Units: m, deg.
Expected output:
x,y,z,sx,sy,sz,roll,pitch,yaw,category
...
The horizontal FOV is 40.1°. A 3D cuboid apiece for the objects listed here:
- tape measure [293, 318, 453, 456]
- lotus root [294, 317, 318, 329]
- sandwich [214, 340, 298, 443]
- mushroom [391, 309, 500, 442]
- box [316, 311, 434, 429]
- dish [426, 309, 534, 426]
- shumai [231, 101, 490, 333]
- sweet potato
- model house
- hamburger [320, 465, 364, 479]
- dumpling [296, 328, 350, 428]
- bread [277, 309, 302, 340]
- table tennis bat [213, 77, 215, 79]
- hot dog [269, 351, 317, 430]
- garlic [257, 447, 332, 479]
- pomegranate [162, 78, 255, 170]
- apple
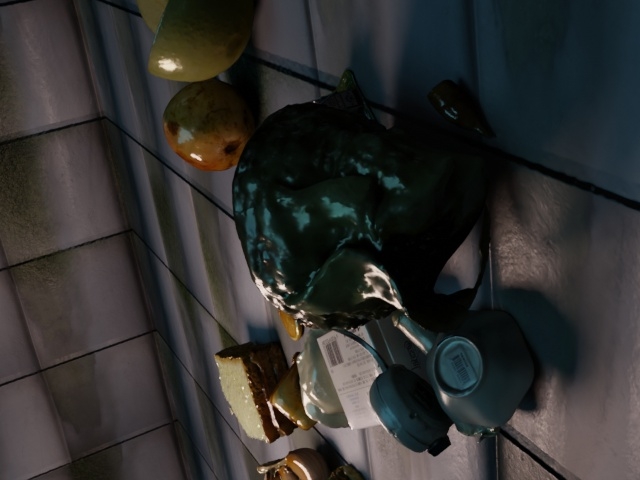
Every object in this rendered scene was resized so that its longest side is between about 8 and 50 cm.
x,y,z,sx,sy,sz,roll,pitch,yaw,category
0.092,0.220,1.458,0.330,0.084,0.164,43,-166,-3,tape measure
0.000,0.000,1.694,0.169,0.151,0.342,-23,62,52,lotus root
-0.182,0.423,2.502,0.325,0.131,0.262,-13,97,65,sandwich
0.212,0.211,1.464,0.099,0.096,0.278,103,145,-50,mushroom
0.114,0.242,1.680,0.203,0.116,0.274,68,158,9,box
0.225,0.191,1.333,0.191,0.066,0.190,-9,77,42,dish
0.094,-0.042,1.304,0.348,0.395,0.395,-3,106,44,shumai
0.203,-0.181,1.245,0.117,0.049,0.049,48,150,24,sweet potato
0.031,-0.204,1.556,0.167,0.088,0.117,66,157,12,model house
0.058,0.647,2.141,0.177,0.113,0.185,63,157,22,hamburger
0.024,0.289,1.887,0.132,0.162,0.250,-41,-60,-72,dumpling
-0.076,0.201,2.212,0.110,0.024,0.110,50,150,43,bread
-0.264,-0.326,2.226,0.124,0.033,0.201,153,103,-69,table tennis bat
-0.034,0.352,2.060,0.150,0.153,0.256,39,170,3,hot dog
-0.039,0.633,2.305,0.214,0.160,0.191,-38,75,30,garlic
-0.261,-0.268,2.022,0.215,0.215,0.215,49,149,43,pomegranate
-0.256,-0.483,1.816,0.258,0.233,0.295,-62,38,43,apple
